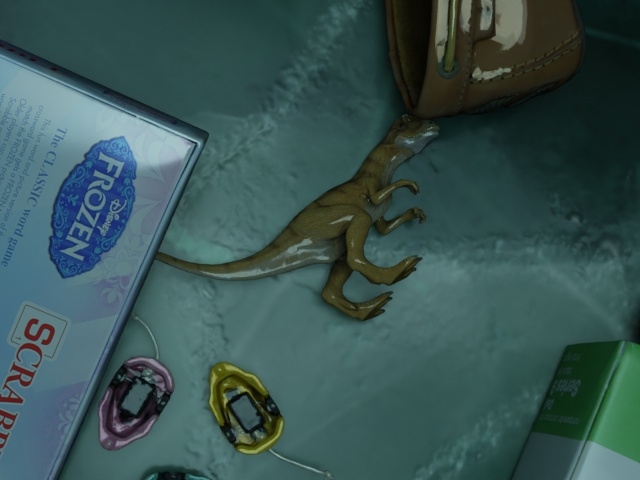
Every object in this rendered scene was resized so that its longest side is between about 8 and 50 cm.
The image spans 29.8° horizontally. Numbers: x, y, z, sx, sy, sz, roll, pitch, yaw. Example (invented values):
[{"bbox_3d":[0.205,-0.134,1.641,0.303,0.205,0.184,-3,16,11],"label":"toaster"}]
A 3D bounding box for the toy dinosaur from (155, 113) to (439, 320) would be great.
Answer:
[{"bbox_3d":[0.000,0.000,0.779,0.211,0.064,0.112,-35,72,-19],"label":"toy dinosaur"}]

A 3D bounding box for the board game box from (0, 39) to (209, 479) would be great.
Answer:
[{"bbox_3d":[-0.271,0.019,0.684,0.318,0.066,0.319,25,99,-5],"label":"board game box"}]

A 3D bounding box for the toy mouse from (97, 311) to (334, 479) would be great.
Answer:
[{"bbox_3d":[-0.097,0.130,0.758,0.143,0.031,0.161,-37,90,-10],"label":"toy mouse"}]

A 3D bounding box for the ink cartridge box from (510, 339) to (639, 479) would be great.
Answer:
[{"bbox_3d":[0.205,0.234,0.744,0.211,0.121,0.289,26,82,-4],"label":"ink cartridge box"}]

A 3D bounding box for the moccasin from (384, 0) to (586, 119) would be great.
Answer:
[{"bbox_3d":[0.055,-0.266,0.775,0.147,0.139,0.380,-13,96,-18],"label":"moccasin"}]
